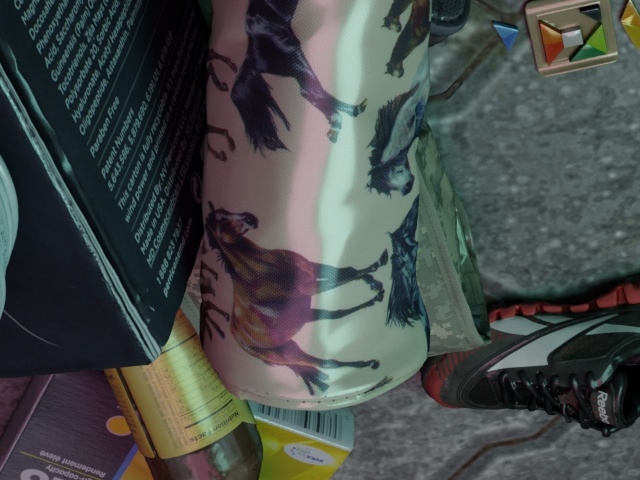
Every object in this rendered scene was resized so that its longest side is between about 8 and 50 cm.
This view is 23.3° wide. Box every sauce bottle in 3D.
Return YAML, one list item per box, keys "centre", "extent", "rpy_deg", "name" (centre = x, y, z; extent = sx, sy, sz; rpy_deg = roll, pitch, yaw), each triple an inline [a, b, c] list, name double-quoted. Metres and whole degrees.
- centre: [-0.120, 0.157, 1.402]
  extent: [0.111, 0.111, 0.344]
  rpy_deg: [-16, 108, 13]
  name: "sauce bottle"

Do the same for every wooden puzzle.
- centre: [0.205, -0.167, 1.252]
  extent: [0.116, 0.014, 0.078]
  rpy_deg: [-17, 128, 15]
  name: "wooden puzzle"

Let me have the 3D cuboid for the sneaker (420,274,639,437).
- centre: [0.224, 0.118, 1.420]
  extent: [0.276, 0.135, 0.097]
  rpy_deg: [-13, 131, 13]
  name: "sneaker"

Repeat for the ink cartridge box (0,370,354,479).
- centre: [-0.169, 0.236, 1.569]
  extent: [0.304, 0.072, 0.307]
  rpy_deg: [20, 126, -17]
  name: "ink cartridge box"

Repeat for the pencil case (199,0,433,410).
- centre: [0.008, -0.101, 1.050]
  extent: [0.160, 0.183, 0.410]
  rpy_deg: [15, 112, 31]
  name: "pencil case"

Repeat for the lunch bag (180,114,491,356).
- centre: [0.000, 0.000, 1.295]
  extent: [0.235, 0.169, 0.287]
  rpy_deg: [-13, 129, 11]
  name: "lunch bag"

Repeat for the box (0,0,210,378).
- centre: [-0.371, -0.154, 1.045]
  extent: [0.480, 0.297, 0.471]
  rpy_deg: [-7, 133, 18]
  name: "box"

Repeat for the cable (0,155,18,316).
- centre: [-0.305, -0.013, 0.905]
  extent: [0.257, 0.089, 0.257]
  rpy_deg: [31, 131, -18]
  name: "cable"

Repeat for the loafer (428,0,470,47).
- centre: [-0.031, -0.231, 1.155]
  extent: [0.302, 0.109, 0.095]
  rpy_deg: [30, 140, -15]
  name: "loafer"
